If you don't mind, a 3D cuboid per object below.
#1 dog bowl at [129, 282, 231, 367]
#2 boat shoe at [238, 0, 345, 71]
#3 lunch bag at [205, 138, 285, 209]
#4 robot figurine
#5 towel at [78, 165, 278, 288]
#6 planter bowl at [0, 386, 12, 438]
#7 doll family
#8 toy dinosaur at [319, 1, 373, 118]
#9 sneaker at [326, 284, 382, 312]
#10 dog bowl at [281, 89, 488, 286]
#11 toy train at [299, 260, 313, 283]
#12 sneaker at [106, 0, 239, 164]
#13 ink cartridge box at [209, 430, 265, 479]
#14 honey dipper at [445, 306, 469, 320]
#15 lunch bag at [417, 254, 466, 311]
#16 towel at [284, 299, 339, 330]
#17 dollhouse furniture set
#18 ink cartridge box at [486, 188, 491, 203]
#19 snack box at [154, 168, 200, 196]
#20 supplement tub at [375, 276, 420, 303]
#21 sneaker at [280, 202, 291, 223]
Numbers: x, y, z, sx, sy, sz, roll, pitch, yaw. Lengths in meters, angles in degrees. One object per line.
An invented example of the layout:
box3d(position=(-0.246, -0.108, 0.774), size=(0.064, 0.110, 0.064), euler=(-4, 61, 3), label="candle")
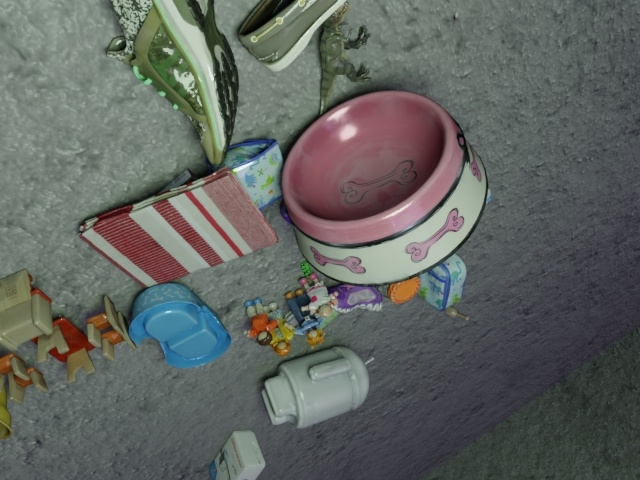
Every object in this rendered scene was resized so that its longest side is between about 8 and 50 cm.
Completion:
box3d(position=(-0.332, 0.203, 1.174), size=(0.166, 0.074, 0.297), euler=(-28, 142, 1), label="dog bowl")
box3d(position=(-0.020, -0.435, 0.841), size=(0.305, 0.109, 0.091), euler=(-47, 140, 15), label="boat shoe")
box3d(position=(-0.144, -0.133, 1.022), size=(0.151, 0.096, 0.129), euler=(-20, 134, -3), label="lunch bag")
box3d(position=(0.001, 0.446, 1.515), size=(0.353, 0.200, 0.300), euler=(-13, 151, -23), label="robot figurine")
box3d(position=(-0.279, -0.013, 1.007), size=(0.329, 0.037, 0.237), euler=(-19, 141, 9), label="towel")
box3d(position=(-0.724, 0.324, 1.011), size=(0.217, 0.090, 0.217), euler=(5, 138, 4), label="planter bowl")
box3d(position=(-0.067, 0.213, 1.294), size=(0.263, 0.163, 0.118), euler=(-24, 139, -5), label="doll family")
box3d(position=(0.045, -0.358, 0.982), size=(0.118, 0.064, 0.268), euler=(-22, 144, -22), label="toy dinosaur")
box3d(position=(0.099, 0.142, 1.413), size=(0.236, 0.095, 0.105), euler=(3, 117, -40), label="sneaker")
box3d(position=(0.104, -0.122, 0.961), size=(0.408, 0.408, 0.150), euler=(-36, 137, -1), label="dog bowl")
box3d(position=(-0.034, 0.086, 1.329), size=(0.023, 0.017, 0.083), euler=(-38, 138, -15), label="toy train")
box3d(position=(-0.251, -0.303, 0.821), size=(0.182, 0.158, 0.410), euler=(-2, 135, 8), label="sneaker")
box3d(position=(-0.278, 0.749, 1.633), size=(0.082, 0.140, 0.191), euler=(15, 115, -37), label="ink cartridge box")
box3d(position=(0.509, 0.275, 1.817), size=(0.160, 0.030, 0.030), euler=(27, 109, -45), label="honey dipper")
box3d(position=(0.303, 0.075, 1.387), size=(0.090, 0.219, 0.176), euler=(-23, 135, -23), label="lunch bag")
box3d(position=(-0.025, 0.219, 1.445), size=(0.113, 0.023, 0.152), euler=(-42, 138, 8), label="towel")
box3d(position=(-0.564, 0.189, 1.029), size=(0.262, 0.135, 0.259), euler=(-25, 146, -12), label="dollhouse furniture set")
box3d(position=(0.464, -0.118, 1.464), size=(0.083, 0.028, 0.048), euler=(-35, 136, -2), label="ink cartridge box")
box3d(position=(-0.292, -0.067, 1.024), size=(0.141, 0.037, 0.100), euler=(-40, 137, 4), label="snack box")
box3d(position=(0.178, 0.074, 1.326), size=(0.117, 0.190, 0.117), euler=(-17, 133, -19), label="supplement tub")
box3d(position=(0.001, 0.001, 1.218), size=(0.293, 0.102, 0.146), euler=(21, 113, -42), label="sneaker")
